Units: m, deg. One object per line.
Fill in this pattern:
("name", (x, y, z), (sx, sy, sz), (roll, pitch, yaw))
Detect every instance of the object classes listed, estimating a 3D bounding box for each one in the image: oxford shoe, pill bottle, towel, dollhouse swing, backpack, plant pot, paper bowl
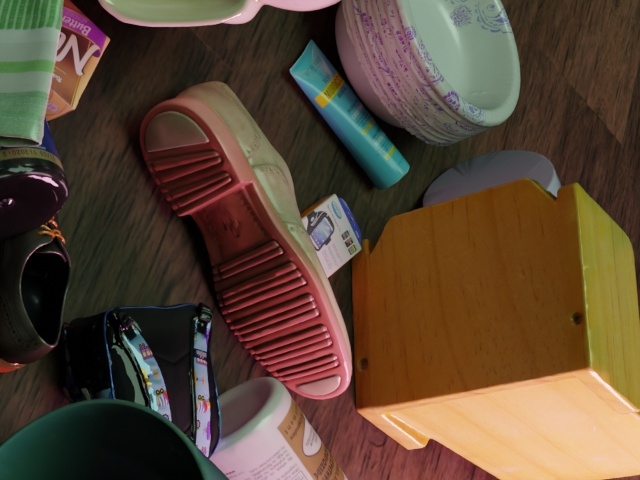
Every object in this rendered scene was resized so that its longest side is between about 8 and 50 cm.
("oxford shoe", (-0.054, -0.006, 1.858), (0.397, 0.140, 0.146), (65, 33, -14))
("pill bottle", (-0.040, 0.276, 1.780), (0.229, 0.131, 0.131), (57, 43, -19))
("towel", (-0.361, -0.241, 1.525), (0.038, 0.248, 0.324), (76, 18, -65))
("dollhouse swing", (0.270, 0.128, 2.015), (0.305, 0.347, 0.315), (16, 66, -44))
("pill bottle", (-0.330, -0.119, 1.554), (0.123, 0.123, 0.219), (8, 51, -47))
("oxford shoe", (-0.286, -0.007, 1.617), (0.097, 0.098, 0.271), (14, 67, -46))
("backpack", (-0.182, 0.158, 1.667), (0.158, 0.117, 0.173), (-2, 78, -49))
("plant pot", (-0.174, 0.326, 1.508), (0.235, 0.293, 0.293), (46, 45, -52))
("paper bowl", (0.129, -0.261, 2.124), (0.284, 0.148, 0.284), (33, 46, -42))

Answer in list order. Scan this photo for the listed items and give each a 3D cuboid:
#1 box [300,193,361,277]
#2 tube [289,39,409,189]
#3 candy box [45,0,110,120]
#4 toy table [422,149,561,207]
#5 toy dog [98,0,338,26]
("box", (0.000, 0.000, 2.000), (0.136, 0.028, 0.081), (-39, 107, -50))
("tube", (0.035, -0.159, 2.082), (0.207, 0.052, 0.080), (51, 34, -16))
("candy box", (-0.317, -0.228, 1.692), (0.187, 0.053, 0.109), (44, 48, -29))
("toy table", (0.247, -0.004, 2.137), (0.274, 0.252, 0.161), (-93, 159, -69))
("toy dog", (-0.075, -0.396, 1.794), (0.395, 0.408, 0.284), (3, 104, -8))
